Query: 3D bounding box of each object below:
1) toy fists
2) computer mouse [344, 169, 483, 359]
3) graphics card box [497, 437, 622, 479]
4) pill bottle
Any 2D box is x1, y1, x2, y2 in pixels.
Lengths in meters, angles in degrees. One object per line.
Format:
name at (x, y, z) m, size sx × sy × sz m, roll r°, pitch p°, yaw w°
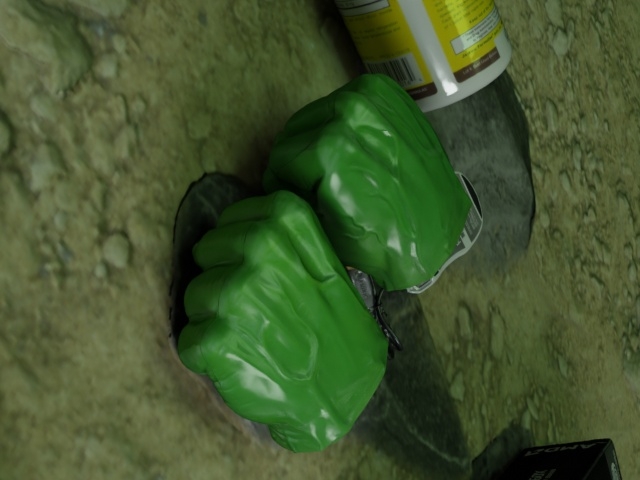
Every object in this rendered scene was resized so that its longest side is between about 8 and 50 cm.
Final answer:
toy fists at (0.000, 0.000, 0.852) m, size 0.279 × 0.096 × 0.142 m, roll -56°, pitch 128°, yaw -34°
computer mouse at (0.072, 0.008, 1.017) m, size 0.193 × 0.042 × 0.106 m, roll -41°, pitch 109°, yaw -47°
graphics card box at (0.177, 0.317, 0.985) m, size 0.371 × 0.094 × 0.232 m, roll -22°, pitch 98°, yaw -63°
pill bottle at (0.063, -0.217, 1.002) m, size 0.215 × 0.117 × 0.117 m, roll 63°, pitch 36°, yaw -21°
